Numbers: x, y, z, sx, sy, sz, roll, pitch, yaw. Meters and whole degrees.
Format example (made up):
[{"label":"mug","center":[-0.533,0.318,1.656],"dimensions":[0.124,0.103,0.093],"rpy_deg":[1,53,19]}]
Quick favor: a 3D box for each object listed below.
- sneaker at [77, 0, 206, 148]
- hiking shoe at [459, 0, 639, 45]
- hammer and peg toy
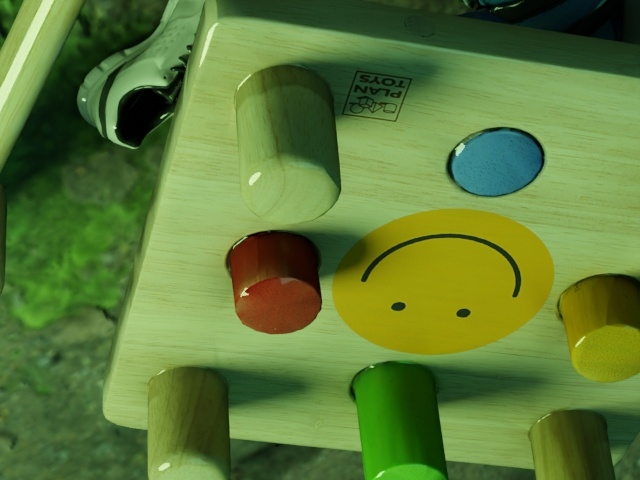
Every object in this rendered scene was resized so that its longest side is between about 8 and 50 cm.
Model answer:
[{"label":"sneaker","center":[-0.059,-0.082,0.808],"dimensions":[0.109,0.044,0.040],"rpy_deg":[-46,127,7]},{"label":"hiking shoe","center":[0.106,-0.128,0.836],"dimensions":[0.132,0.113,0.304],"rpy_deg":[15,125,1]},{"label":"hammer and peg toy","center":[0.000,0.000,0.753],"dimensions":[0.361,0.127,0.266],"rpy_deg":[8,136,-13]}]
